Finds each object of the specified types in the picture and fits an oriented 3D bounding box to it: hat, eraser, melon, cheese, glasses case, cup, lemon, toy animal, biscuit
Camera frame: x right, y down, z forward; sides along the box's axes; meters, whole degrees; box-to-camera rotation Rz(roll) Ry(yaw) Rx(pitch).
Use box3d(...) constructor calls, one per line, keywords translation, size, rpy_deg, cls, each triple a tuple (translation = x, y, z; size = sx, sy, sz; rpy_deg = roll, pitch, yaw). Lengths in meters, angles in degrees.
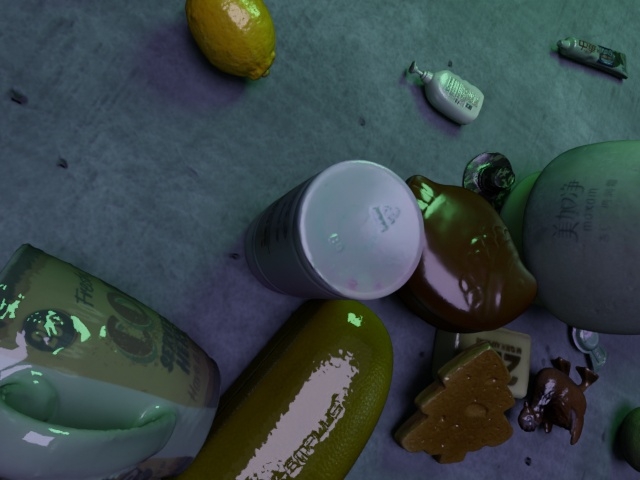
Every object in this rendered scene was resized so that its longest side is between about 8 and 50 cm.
box3d(translation=(0.329, -0.113, 0.832), size=(0.121, 0.050, 0.121), rpy_deg=(1, 86, -20), cls="hat")
box3d(translation=(0.284, 0.204, 0.776), size=(0.172, 0.058, 0.117), rpy_deg=(17, 78, -20), cls="eraser")
box3d(translation=(0.654, 0.399, 0.884), size=(0.098, 0.098, 0.131), rpy_deg=(20, 75, -19), cls="melon")
box3d(translation=(0.545, 0.206, 0.899), size=(0.067, 0.026, 0.121), rpy_deg=(-38, 99, -21), cls="cheese")
box3d(translation=(-0.037, 0.246, 0.596), size=(0.173, 0.141, 0.371), rpy_deg=(47, 70, -12), cls="glasses case")
box3d(translation=(-0.230, 0.154, 0.450), size=(0.257, 0.301, 0.227), rpy_deg=(27, 79, -26), cls="cup")
box3d(translation=(-0.125, -0.302, 0.635), size=(0.114, 0.114, 0.155), rpy_deg=(-41, 112, -21), cls="lemon")
box3d(translation=(0.432, 0.313, 0.812), size=(0.179, 0.089, 0.188), rpy_deg=(-38, 112, -24), cls="toy animal")
box3d(translation=(0.230, 0.260, 0.713), size=(0.212, 0.041, 0.239), rpy_deg=(4, 110, -14), cls="biscuit")

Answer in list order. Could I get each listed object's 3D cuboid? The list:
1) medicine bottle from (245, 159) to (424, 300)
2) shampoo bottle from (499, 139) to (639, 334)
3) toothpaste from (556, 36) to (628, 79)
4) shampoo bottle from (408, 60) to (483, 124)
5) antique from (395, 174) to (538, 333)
box3d(translation=(0.000, 0.000, 0.575), size=(0.152, 0.254, 0.152), rpy_deg=(2, 84, -23), cls="medicine bottle")
box3d(translation=(0.493, -0.004, 0.737), size=(0.322, 0.317, 0.323), rpy_deg=(0, 91, -29), cls="shampoo bottle")
box3d(translation=(0.610, -0.412, 0.987), size=(0.233, 0.038, 0.060), rpy_deg=(4, 85, -25), cls="toothpaste")
box3d(translation=(0.224, -0.275, 0.809), size=(0.152, 0.045, 0.077), rpy_deg=(25, 78, -20), cls="shampoo bottle")
box3d(translation=(0.208, 0.027, 0.711), size=(0.278, 0.129, 0.223), rpy_deg=(36, 67, -4), cls="antique")
